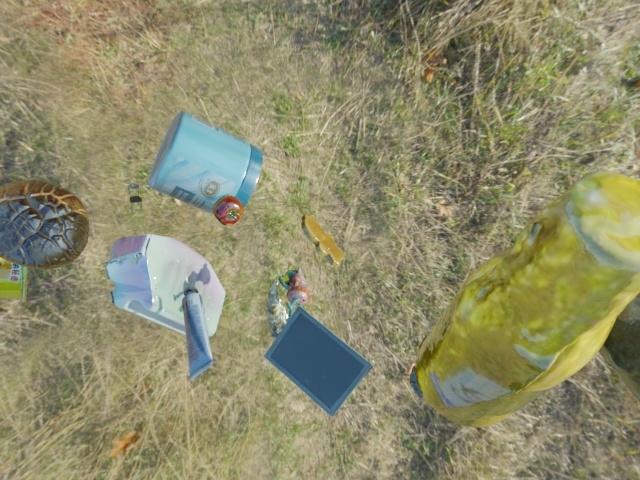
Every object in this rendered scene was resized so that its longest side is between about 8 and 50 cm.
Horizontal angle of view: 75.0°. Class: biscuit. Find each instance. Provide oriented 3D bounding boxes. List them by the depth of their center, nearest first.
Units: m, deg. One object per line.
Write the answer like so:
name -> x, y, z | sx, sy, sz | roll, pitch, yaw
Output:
biscuit -> 0.000, 0.000, 1.556 | 0.036, 0.166, 0.225 | -39, 96, 24

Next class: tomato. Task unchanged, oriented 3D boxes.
tomato -> -0.262, -0.088, 1.176 | 0.087, 0.075, 0.087 | -18, 129, -24

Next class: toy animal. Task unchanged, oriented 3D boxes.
toy animal -> -0.087, 0.158, 1.302 | 0.103, 0.208, 0.100 | 25, 120, -17

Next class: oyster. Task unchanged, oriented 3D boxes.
oyster -> -0.149, 0.237, 1.343 | 0.106, 0.061, 0.200 | -19, 104, 16

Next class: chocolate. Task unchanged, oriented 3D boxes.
chocolate -> 0.203, 0.093, 0.466 | 0.162, 0.445, 0.162 | -2, 58, 3

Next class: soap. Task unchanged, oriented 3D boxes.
soap -> -0.516, 0.150, 1.437 | 0.156, 0.446, 0.261 | -2, 62, 23

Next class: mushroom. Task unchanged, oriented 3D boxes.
mushroom -> -0.360, -0.019, 0.526 | 0.126, 0.085, 0.109 | 16, 96, -11

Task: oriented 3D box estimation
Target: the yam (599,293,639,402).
yam -> 0.414, 0.174, 0.421 | 0.133, 0.330, 0.133 | -6, 130, -7

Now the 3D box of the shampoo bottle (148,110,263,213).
shampoo bottle -> -0.457, -0.294, 1.657 | 0.342, 0.331, 0.331 | 24, 93, -29

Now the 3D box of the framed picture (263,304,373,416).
framed picture -> -0.011, 0.323, 1.127 | 0.252, 0.014, 0.197 | 37, 106, 13

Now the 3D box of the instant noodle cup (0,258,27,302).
instant noodle cup -> -0.758, 0.012, 0.906 | 0.200, 0.264, 0.265 | 2, 95, -37

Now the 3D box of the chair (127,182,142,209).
chair -> -0.604, -0.139, 1.360 | 0.037, 0.042, 0.086 | -12, 131, -30

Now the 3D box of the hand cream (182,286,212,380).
hand cream -> -0.336, 0.237, 1.111 | 0.088, 0.256, 0.055 | -34, 139, 15
